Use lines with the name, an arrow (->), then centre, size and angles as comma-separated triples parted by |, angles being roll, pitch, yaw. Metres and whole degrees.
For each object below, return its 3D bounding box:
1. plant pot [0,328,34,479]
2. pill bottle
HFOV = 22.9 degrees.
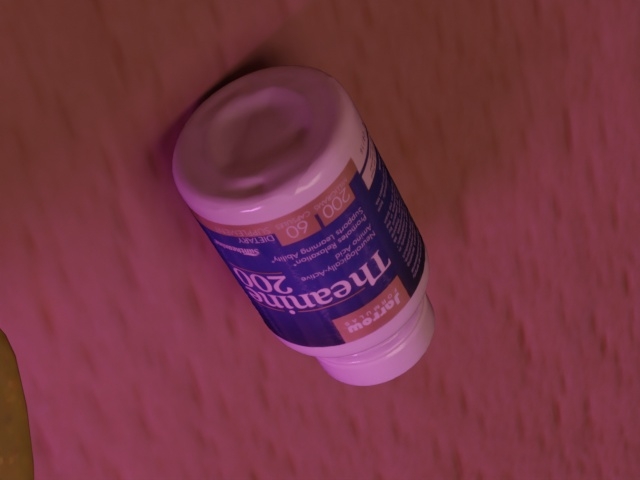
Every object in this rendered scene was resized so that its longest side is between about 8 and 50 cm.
plant pot -> -0.207, 0.060, 0.305 | 0.254, 0.276, 0.276 | -11, 124, -51
pill bottle -> 0.000, 0.000, 0.568 | 0.067, 0.067, 0.120 | -43, 137, -12
